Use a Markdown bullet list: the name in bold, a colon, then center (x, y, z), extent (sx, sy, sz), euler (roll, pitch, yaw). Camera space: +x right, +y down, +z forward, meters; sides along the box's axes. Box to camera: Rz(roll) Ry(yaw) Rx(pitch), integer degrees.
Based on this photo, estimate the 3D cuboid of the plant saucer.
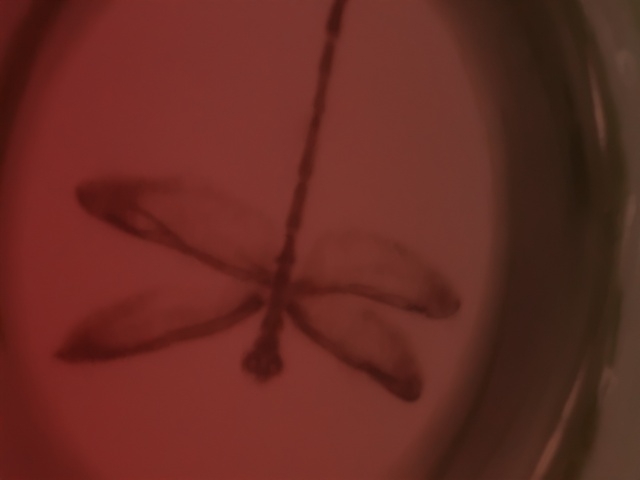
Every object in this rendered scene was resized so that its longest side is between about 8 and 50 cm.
- **plant saucer**: center (0.000, 0.000, 0.476), extent (0.100, 0.400, 0.400), euler (9, 110, 47)
